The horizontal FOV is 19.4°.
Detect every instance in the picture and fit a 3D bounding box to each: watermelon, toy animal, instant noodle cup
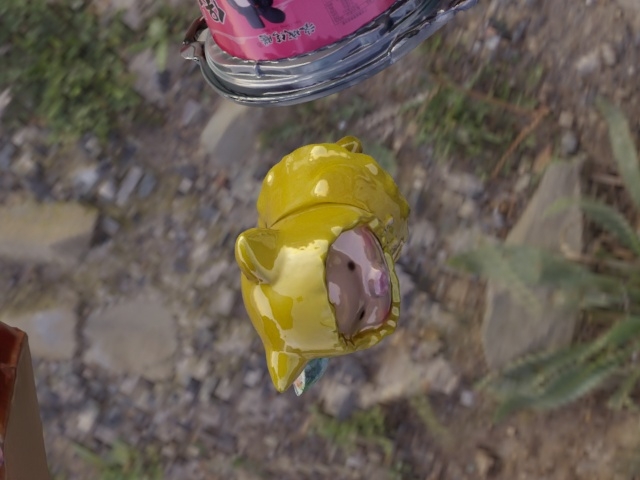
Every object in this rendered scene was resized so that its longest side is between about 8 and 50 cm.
[{"bbox_3d":[-0.019,0.125,2.114,0.061,0.085,0.085,13,121,15],"label":"watermelon"},{"bbox_3d":[0.001,0.005,1.559,0.156,0.230,0.156,9,125,13],"label":"toy animal"},{"bbox_3d":[-0.023,-0.263,1.596,0.302,0.258,0.182,-15,127,21],"label":"instant noodle cup"}]

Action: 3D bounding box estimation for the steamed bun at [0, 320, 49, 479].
[{"bbox_3d":[-0.331,0.245,1.393,0.248,0.235,0.379,-2,120,-2],"label":"steamed bun"}]
